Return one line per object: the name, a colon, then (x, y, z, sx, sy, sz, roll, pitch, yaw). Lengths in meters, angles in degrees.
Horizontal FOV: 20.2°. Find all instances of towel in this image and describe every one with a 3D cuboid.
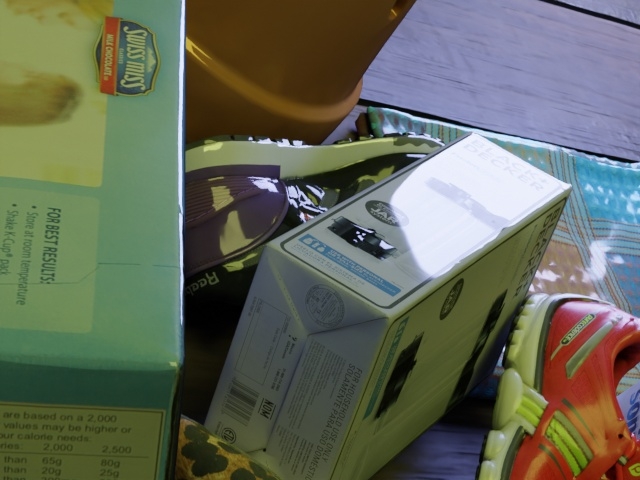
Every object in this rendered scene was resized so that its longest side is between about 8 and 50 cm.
towel: (0.209, 0.023, 1.481, 0.370, 0.040, 0.271, 9, 49, -40)

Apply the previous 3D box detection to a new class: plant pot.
plant pot: (-0.040, -0.223, 1.292, 0.291, 0.203, 0.291, 37, 30, -26)

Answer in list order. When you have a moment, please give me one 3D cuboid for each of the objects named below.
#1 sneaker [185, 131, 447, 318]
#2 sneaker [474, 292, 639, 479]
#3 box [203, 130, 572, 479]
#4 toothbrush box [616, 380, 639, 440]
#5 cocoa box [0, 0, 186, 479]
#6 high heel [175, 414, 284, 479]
sneaker: (0.000, 0.000, 1.262, 0.283, 0.107, 0.124, -5, 73, -42)
sneaker: (0.166, 0.155, 1.188, 0.118, 0.107, 0.279, 8, 59, 13)
box: (0.047, 0.049, 1.153, 0.087, 0.169, 0.290, 29, 27, 18)
toothbrush box: (0.314, 0.258, 1.286, 0.295, 0.126, 0.216, 38, 37, -12)
cocoa box: (-0.180, 0.027, 0.813, 0.231, 0.228, 0.347, 4, 35, -7)
high heel: (-0.060, 0.224, 0.975, 0.186, 0.093, 0.261, -18, 73, -51)
